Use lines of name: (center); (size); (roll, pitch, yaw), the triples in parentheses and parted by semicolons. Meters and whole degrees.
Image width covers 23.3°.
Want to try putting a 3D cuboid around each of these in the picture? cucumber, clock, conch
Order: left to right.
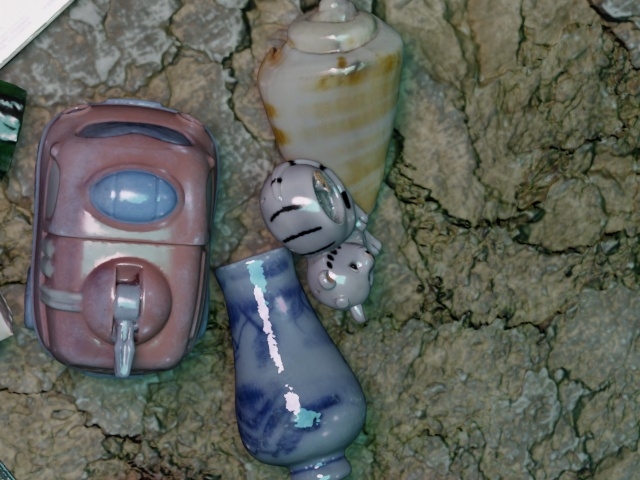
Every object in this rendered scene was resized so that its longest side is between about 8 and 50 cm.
cucumber: (-0.369, -0.116, 1.598); (0.115, 0.062, 0.116); (18, 128, -15)
clock: (0.001, 0.000, 1.636); (0.080, 0.117, 0.176); (-26, 126, 21)
conch: (0.023, -0.143, 1.659); (0.158, 0.127, 0.255); (-13, 98, -11)

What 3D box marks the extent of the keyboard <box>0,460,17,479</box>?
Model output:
keyboard: (-0.363, 0.263, 1.679); (0.055, 0.014, 0.176); (-39, 100, -9)

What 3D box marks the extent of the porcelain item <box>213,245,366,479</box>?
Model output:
porcelain item: (-0.035, 0.139, 1.673); (0.141, 0.141, 0.259); (-17, 88, -9)

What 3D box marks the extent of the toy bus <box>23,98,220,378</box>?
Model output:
toy bus: (-0.198, 0.003, 1.577); (0.197, 0.232, 0.294); (5, 94, -10)

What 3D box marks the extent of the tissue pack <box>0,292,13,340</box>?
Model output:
tissue pack: (-0.455, 0.054, 1.589); (0.225, 0.124, 0.185); (-25, 101, -7)

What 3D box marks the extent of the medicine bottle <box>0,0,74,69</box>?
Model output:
medicine bottle: (-0.353, -0.277, 1.619); (0.201, 0.052, 0.171); (-45, 100, -4)

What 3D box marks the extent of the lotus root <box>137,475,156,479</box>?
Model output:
lotus root: (-0.186, 0.355, 1.666); (0.138, 0.138, 0.214); (11, 103, -11)
